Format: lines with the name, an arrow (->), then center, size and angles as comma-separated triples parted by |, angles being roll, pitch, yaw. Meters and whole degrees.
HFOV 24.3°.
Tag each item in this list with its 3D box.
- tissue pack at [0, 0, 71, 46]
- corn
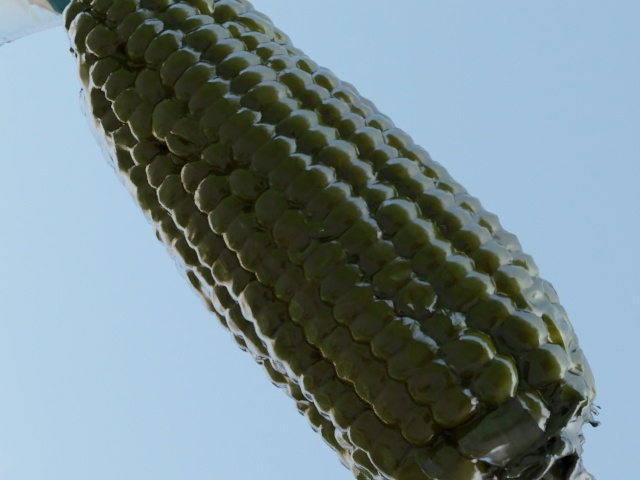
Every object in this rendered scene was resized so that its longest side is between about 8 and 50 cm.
tissue pack -> -0.174, -0.242, 0.757 | 0.201, 0.124, 0.271 | -2, -62, 58
corn -> 0.000, 0.000, 0.514 | 0.261, 0.097, 0.097 | 46, -58, 21
